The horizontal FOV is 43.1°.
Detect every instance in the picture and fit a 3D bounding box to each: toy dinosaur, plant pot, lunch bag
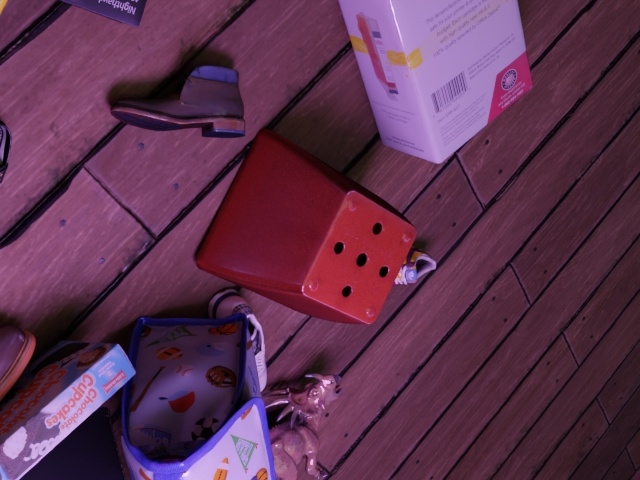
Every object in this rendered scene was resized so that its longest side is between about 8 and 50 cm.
[{"bbox_3d":[-0.075,0.391,1.557,0.296,0.127,0.200,-46,132,-37],"label":"toy dinosaur"},{"bbox_3d":[0.000,0.000,1.375,0.267,0.235,0.268,28,87,-40],"label":"plant pot"},{"bbox_3d":[-0.189,0.345,1.265,0.238,0.385,0.328,-5,115,-1],"label":"lunch bag"}]

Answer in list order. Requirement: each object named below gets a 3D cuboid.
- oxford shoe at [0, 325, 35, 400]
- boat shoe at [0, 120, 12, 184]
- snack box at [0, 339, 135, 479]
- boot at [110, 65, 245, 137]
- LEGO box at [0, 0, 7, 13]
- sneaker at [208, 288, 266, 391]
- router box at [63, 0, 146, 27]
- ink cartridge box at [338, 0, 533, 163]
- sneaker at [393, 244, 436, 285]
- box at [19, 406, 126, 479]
[{"bbox_3d":[-0.564,0.219,1.106,0.363,0.130,0.133,-39,120,-24],"label":"oxford shoe"},{"bbox_3d":[-0.454,-0.101,1.106,0.048,0.042,0.133,4,108,-43],"label":"boat shoe"},{"bbox_3d":[-0.431,0.261,1.133,0.322,0.187,0.060,-43,116,-37],"label":"snack box"},{"bbox_3d":[-0.215,-0.221,1.244,0.219,0.082,0.106,4,85,-36],"label":"boot"},{"bbox_3d":[-0.527,-0.266,0.793,0.372,0.193,0.500,29,93,-29],"label":"LEGO box"},{"bbox_3d":[-0.138,0.202,1.470,0.090,0.094,0.235,-33,129,-26],"label":"sneaker"},{"bbox_3d":[-0.342,-0.436,1.017,0.308,0.081,0.243,10,103,-42],"label":"router box"},{"bbox_3d":[0.205,-0.381,1.441,0.279,0.160,0.385,-38,129,-21],"label":"ink cartridge box"},{"bbox_3d":[0.150,0.062,1.650,0.185,0.084,0.070,-25,124,-29],"label":"sneaker"},{"bbox_3d":[-0.394,0.481,1.214,0.178,0.312,0.344,1,109,-22],"label":"box"}]
